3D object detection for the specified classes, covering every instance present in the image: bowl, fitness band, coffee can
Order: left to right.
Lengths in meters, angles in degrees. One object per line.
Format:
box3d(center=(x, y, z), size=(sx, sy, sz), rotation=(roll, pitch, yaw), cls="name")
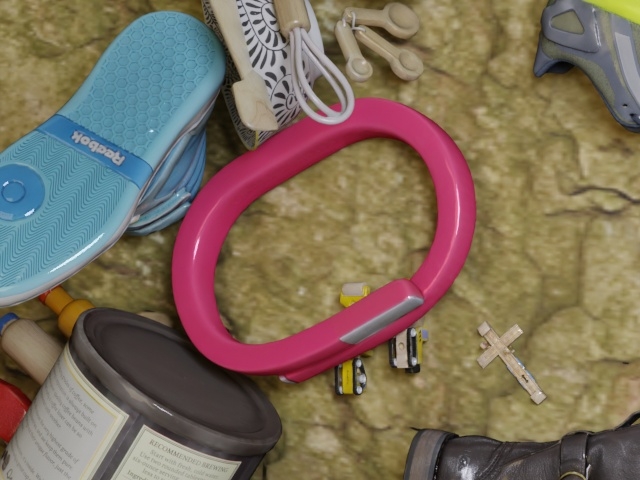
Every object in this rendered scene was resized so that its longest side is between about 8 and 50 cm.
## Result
box3d(center=(-0.188, 0.226, 1.703), size=(0.201, 0.201, 0.275), rotation=(38, 104, 23), cls="coffee can")
box3d(center=(-0.045, -0.169, 1.693), size=(0.080, 0.170, 0.170), rotation=(-16, 79, -11), cls="bowl")
box3d(center=(0.000, 0.000, 1.683), size=(0.291, 0.054, 0.209), rotation=(-28, 62, 23), cls="fitness band")

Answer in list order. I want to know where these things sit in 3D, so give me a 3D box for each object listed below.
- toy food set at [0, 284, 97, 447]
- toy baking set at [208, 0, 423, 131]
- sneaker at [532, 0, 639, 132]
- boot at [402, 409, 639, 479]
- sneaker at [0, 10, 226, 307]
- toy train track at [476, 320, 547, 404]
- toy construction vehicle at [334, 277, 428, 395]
box3d(center=(-0.287, 0.153, 1.807), size=(0.104, 0.111, 0.232), rotation=(40, 103, 24), cls="toy food set")
box3d(center=(-0.012, -0.191, 1.620), size=(0.197, 0.256, 0.030), rotation=(48, 137, 8), cls="toy baking set")
box3d(center=(0.298, -0.129, 1.538), size=(0.300, 0.111, 0.121), rotation=(32, 112, 30), cls="sneaker")
box3d(center=(0.178, 0.264, 1.579), size=(0.229, 0.091, 0.263), rotation=(0, 86, 27), cls="boot")
box3d(center=(-0.195, -0.031, 1.692), size=(0.127, 0.208, 0.319), rotation=(36, 66, 13), cls="sneaker")
box3d(center=(0.159, 0.102, 1.637), size=(0.048, 0.014, 0.083), rotation=(-45, 71, 19), cls="toy train track")
box3d(center=(0.053, 0.083, 1.685), size=(0.086, 0.035, 0.098), rotation=(-7, 82, 37), cls="toy construction vehicle")
